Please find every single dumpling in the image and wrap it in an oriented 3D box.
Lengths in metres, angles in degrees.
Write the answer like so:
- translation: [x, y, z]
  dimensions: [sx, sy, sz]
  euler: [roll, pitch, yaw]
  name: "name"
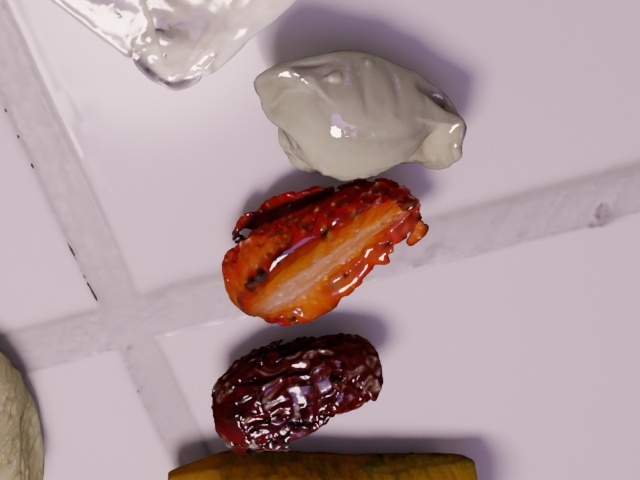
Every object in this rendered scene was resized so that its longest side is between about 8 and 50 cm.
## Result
- translation: [0.018, -0.094, 1.098]
  dimensions: [0.169, 0.100, 0.134]
  euler: [-5, 162, -29]
  name: "dumpling"

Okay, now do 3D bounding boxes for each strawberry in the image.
- translation: [0.000, 0.000, 1.163]
  dimensions: [0.188, 0.082, 0.121]
  euler: [-33, 145, 12]
  name: "strawberry"

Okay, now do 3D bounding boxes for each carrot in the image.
- translation: [0.004, 0.257, 1.304]
  dimensions: [0.301, 0.114, 0.114]
  euler: [-1, 123, -5]
  name: "carrot"

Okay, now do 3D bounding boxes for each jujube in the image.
- translation: [-0.024, 0.133, 1.235]
  dimensions: [0.166, 0.104, 0.104]
  euler: [-24, 121, 1]
  name: "jujube"

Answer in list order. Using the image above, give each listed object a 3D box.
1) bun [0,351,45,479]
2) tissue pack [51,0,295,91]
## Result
- translation: [-0.364, 0.192, 1.228]
  dimensions: [0.243, 0.153, 0.244]
  euler: [-3, 121, -5]
  name: "bun"
- translation: [-0.055, -0.290, 0.810]
  dimensions: [0.266, 0.356, 0.194]
  euler: [-40, 118, 21]
  name: "tissue pack"
